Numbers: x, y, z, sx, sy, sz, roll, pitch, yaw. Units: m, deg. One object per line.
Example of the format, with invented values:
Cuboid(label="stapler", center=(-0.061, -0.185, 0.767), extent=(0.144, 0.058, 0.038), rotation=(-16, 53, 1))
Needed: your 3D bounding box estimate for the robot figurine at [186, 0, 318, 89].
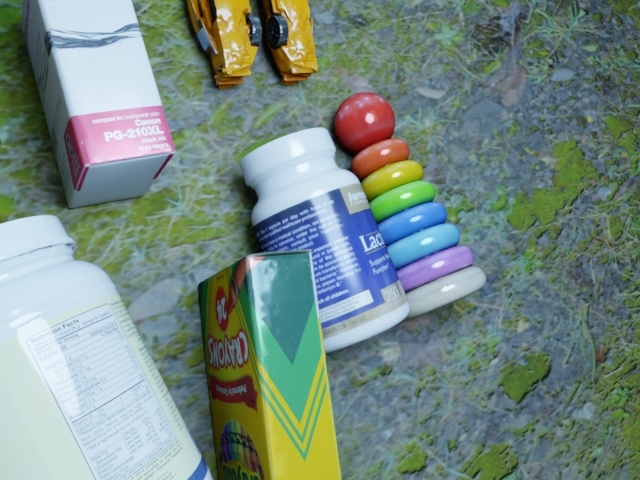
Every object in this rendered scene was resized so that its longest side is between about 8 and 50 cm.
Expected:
Cuboid(label="robot figurine", center=(-0.106, -0.364, 0.894), extent=(0.211, 0.085, 0.291), rotation=(-10, 85, -28))

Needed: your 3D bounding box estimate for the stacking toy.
Cuboid(label="stacking toy", center=(0.109, -0.059, 0.922), extent=(0.141, 0.141, 0.330), rotation=(-18, 79, -28))

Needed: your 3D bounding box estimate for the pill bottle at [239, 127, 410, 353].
Cuboid(label="pill bottle", center=(0.000, 0.000, 0.827), extent=(0.153, 0.153, 0.265), rotation=(-21, 88, -29))

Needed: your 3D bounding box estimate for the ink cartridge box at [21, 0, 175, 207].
Cuboid(label="ink cartridge box", center=(-0.260, -0.177, 0.728), extent=(0.100, 0.172, 0.237), rotation=(-14, 84, -29))

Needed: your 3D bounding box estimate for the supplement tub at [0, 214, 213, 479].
Cuboid(label="supplement tub", center=(-0.271, 0.164, 0.609), extent=(0.235, 0.235, 0.325), rotation=(-28, 91, -29))

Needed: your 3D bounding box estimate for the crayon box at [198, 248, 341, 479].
Cuboid(label="crayon box", center=(-0.062, 0.186, 0.726), extent=(0.081, 0.202, 0.319), rotation=(-4, 79, -26))
